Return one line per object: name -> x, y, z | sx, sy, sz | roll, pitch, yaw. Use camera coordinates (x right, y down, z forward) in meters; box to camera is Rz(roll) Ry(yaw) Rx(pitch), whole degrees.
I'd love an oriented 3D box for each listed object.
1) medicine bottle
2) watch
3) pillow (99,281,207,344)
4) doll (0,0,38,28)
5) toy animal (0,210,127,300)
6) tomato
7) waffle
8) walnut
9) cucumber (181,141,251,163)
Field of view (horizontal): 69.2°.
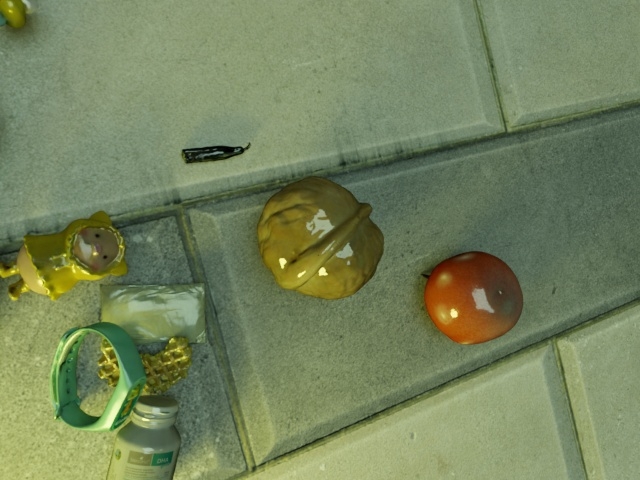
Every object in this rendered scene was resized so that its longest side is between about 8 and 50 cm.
medicine bottle -> -0.371, 0.450, 0.987 | 0.135, 0.135, 0.215 | 13, 84, -19
watch -> -0.460, 0.284, 0.943 | 0.195, 0.068, 0.237 | 31, 104, 12
pillow -> -0.372, 0.168, 1.042 | 0.230, 0.050, 0.148 | 1, 89, -19
doll -> -0.649, -0.621, 0.899 | 0.376, 0.187, 0.365 | 21, 73, 0
toy animal -> -0.523, 0.039, 0.953 | 0.230, 0.156, 0.156 | -23, 96, -30
tomato -> 0.408, 0.153, 1.242 | 0.256, 0.224, 0.255 | 4, 77, -19
waffle -> -0.382, 0.265, 1.020 | 0.194, 0.051, 0.149 | 11, 107, -15
walnut -> 0.000, 0.000, 1.063 | 0.285, 0.285, 0.296 | -41, 97, -17
cucumber -> -0.248, -0.212, 1.111 | 0.163, 0.043, 0.039 | -10, 49, -23
